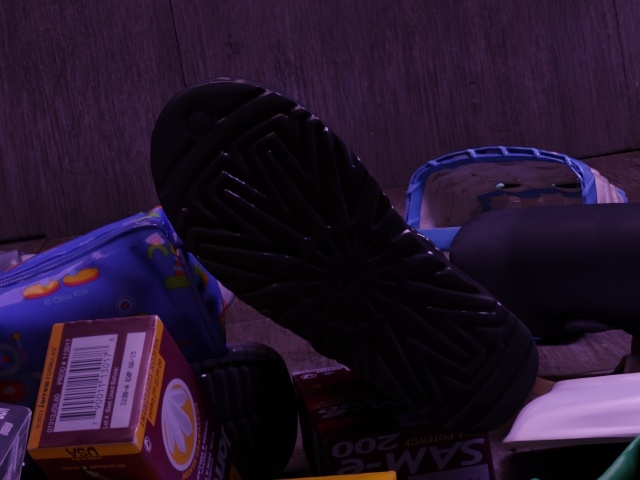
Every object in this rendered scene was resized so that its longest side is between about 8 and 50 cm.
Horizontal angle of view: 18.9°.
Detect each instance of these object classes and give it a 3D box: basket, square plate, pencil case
[{"bbox_3d":[0.172,0.004,1.968,0.255,0.201,0.289,-1,2,34],"label":"basket"},{"bbox_3d":[0.302,0.114,1.378,0.344,0.049,0.347,-6,-6,5],"label":"square plate"},{"bbox_3d":[-0.222,0.072,1.394,0.306,0.133,0.119,-19,46,-7],"label":"pencil case"}]

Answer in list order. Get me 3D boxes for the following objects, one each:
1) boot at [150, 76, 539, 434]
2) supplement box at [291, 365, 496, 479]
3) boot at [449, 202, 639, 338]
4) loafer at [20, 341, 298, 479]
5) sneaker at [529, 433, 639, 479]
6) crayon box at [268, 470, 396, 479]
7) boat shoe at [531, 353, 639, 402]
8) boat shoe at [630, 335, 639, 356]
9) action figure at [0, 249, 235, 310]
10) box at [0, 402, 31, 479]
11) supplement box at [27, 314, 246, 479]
[{"bbox_3d":[-0.002,0.004,1.450,0.131,0.348,0.260,-45,16,0],"label":"boot"},{"bbox_3d":[0.054,0.154,1.548,0.130,0.073,0.239,-9,10,-6],"label":"supplement box"},{"bbox_3d":[0.282,0.000,1.472,0.445,0.146,0.367,5,-14,44],"label":"boot"},{"bbox_3d":[-0.168,0.163,1.496,0.130,0.133,0.366,1,13,45],"label":"loafer"},{"bbox_3d":[0.252,0.161,1.155,0.296,0.123,0.109,-11,9,-22],"label":"sneaker"},{"bbox_3d":[-0.157,0.234,1.123,0.363,0.106,0.313,-6,9,16],"label":"crayon box"},{"bbox_3d":[0.257,0.124,1.591,0.170,0.059,0.063,-9,9,-3],"label":"boat shoe"},{"bbox_3d":[0.349,0.080,1.757,0.073,0.073,0.207,-8,16,29],"label":"boat shoe"},{"bbox_3d":[-0.241,0.095,1.654,0.341,0.178,0.330,-31,-29,34],"label":"action figure"},{"bbox_3d":[-0.300,0.138,1.050,0.243,0.076,0.307,10,8,-3],"label":"box"},{"bbox_3d":[-0.123,0.147,1.333,0.081,0.188,0.104,-5,53,17],"label":"supplement box"}]
